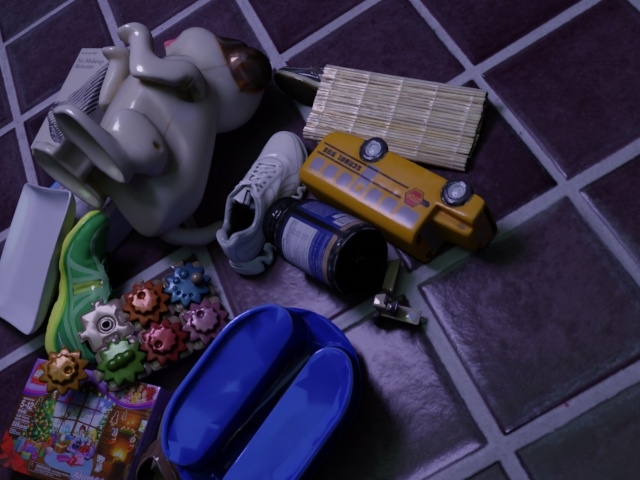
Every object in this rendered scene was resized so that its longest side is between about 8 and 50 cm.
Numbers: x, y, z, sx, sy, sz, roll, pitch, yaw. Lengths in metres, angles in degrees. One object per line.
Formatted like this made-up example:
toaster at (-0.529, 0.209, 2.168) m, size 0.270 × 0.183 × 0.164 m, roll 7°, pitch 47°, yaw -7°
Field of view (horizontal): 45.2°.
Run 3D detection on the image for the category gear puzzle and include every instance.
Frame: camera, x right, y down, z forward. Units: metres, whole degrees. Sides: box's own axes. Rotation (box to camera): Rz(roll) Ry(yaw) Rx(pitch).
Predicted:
gear puzzle at (-0.334, 0.158, 1.340) m, size 0.338 × 0.044 × 0.176 m, roll -26°, pitch 68°, yaw -12°

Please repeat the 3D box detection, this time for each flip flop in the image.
flip flop at (-0.258, 0.385, 1.239) m, size 0.112 × 0.080 × 0.277 m, roll 11°, pitch 68°, yaw 28°

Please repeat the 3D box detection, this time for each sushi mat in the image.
sushi mat at (0.133, -0.225, 1.388) m, size 0.316 × 0.019 × 0.152 m, roll 14°, pitch 81°, yaw 19°

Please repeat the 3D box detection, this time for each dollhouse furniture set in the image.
dollhouse furniture set at (0.138, 0.079, 1.240) m, size 0.081 × 0.091 × 0.114 m, roll 12°, pitch 65°, yaw 12°

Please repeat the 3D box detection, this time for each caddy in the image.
caddy at (-0.087, 0.256, 1.180) m, size 0.241 × 0.179 × 0.341 m, roll 36°, pitch 80°, yaw 11°

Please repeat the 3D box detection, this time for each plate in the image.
plate at (-0.564, 0.030, 1.520) m, size 0.277 × 0.045 × 0.278 m, roll 10°, pitch 84°, yaw 50°

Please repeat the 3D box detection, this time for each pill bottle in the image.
pill bottle at (0.000, 0.000, 1.299) m, size 0.219 × 0.123 × 0.123 m, roll 28°, pitch 77°, yaw 46°

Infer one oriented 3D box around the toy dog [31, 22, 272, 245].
toy dog at (-0.263, -0.232, 1.440) m, size 0.395 × 0.284 × 0.408 m, roll 39°, pitch 63°, yaw -7°

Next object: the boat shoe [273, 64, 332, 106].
boat shoe at (0.015, -0.304, 1.500) m, size 0.223 × 0.080 × 0.073 m, roll 20°, pitch 67°, yaw 26°

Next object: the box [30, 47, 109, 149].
box at (-0.526, -0.293, 1.718) m, size 0.113 × 0.094 × 0.275 m, roll 7°, pitch 67°, yaw 27°

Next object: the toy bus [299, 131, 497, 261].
toy bus at (0.128, -0.072, 1.300) m, size 0.332 × 0.108 × 0.130 m, roll 32°, pitch 80°, yaw 34°

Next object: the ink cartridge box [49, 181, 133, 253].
ink cartridge box at (-0.457, -0.084, 1.582) m, size 0.190 × 0.082 × 0.140 m, roll 37°, pitch 82°, yaw 33°

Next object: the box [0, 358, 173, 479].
box at (-0.418, 0.333, 1.352) m, size 0.293 × 0.057 × 0.201 m, roll 6°, pitch 66°, yaw 26°

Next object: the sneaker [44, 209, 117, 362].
sneaker at (-0.427, 0.090, 1.442) m, size 0.123 × 0.109 × 0.296 m, roll 11°, pitch 93°, yaw 8°

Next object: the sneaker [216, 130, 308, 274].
sneaker at (-0.105, -0.086, 1.408) m, size 0.110 × 0.118 × 0.292 m, roll 6°, pitch 65°, yaw 28°
